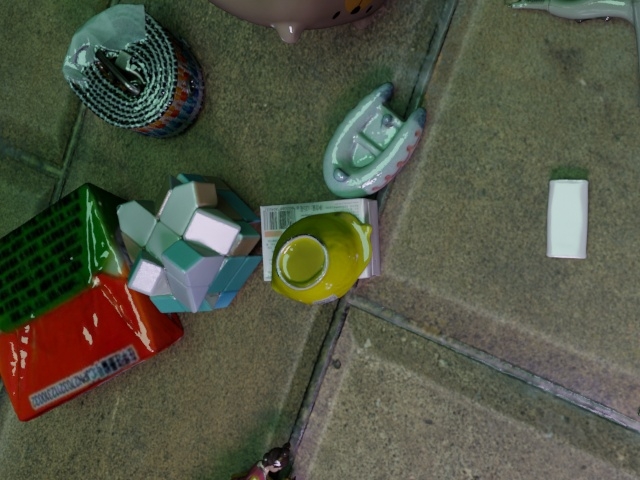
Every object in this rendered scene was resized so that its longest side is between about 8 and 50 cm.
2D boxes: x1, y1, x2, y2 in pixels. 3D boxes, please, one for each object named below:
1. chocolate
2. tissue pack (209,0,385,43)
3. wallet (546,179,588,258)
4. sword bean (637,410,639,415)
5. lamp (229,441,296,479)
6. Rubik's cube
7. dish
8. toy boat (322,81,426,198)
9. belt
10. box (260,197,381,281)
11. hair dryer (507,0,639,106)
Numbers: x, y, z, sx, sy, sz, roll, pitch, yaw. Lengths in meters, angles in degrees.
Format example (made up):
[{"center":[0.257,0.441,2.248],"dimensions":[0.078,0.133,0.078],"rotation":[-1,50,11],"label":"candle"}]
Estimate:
[{"center":[-0.471,0.119,1.530],"dimensions":[0.360,0.161,0.341],"rotation":[-28,80,21],"label":"chocolate"},{"center":[-0.028,-0.466,1.218],"dimensions":[0.267,0.387,0.277],"rotation":[21,116,21],"label":"tissue pack"},{"center":[0.384,-0.034,1.240],"dimensions":[0.061,0.025,0.122],"rotation":[2,91,25],"label":"wallet"},{"center":[0.520,0.262,1.194],"dimensions":[0.083,0.012,0.012],"rotation":[-3,89,22],"label":"sword bean"},{"center":[-0.115,0.455,1.410],"dimensions":[0.253,0.118,0.118],"rotation":[-40,76,19],"label":"lamp"},{"center":[-0.242,0.008,1.397],"dimensions":[0.224,0.213,0.265],"rotation":[43,110,20],"label":"Rubik's cube"},{"center":[-0.012,0.030,1.297],"dimensions":[0.207,0.080,0.149],"rotation":[-35,79,21],"label":"dish"},{"center":[0.081,-0.162,1.340],"dimensions":[0.134,0.079,0.208],"rotation":[43,103,14],"label":"toy boat"},{"center":[-0.341,-0.313,1.478],"dimensions":[0.207,0.150,0.257],"rotation":[-46,75,8],"label":"belt"},{"center":[0.000,0.000,1.374],"dimensions":[0.199,0.081,0.135],"rotation":[-2,90,25],"label":"box"},{"center":[0.438,-0.296,1.203],"dimensions":[0.267,0.092,0.229],"rotation":[-14,91,36],"label":"hair dryer"}]
